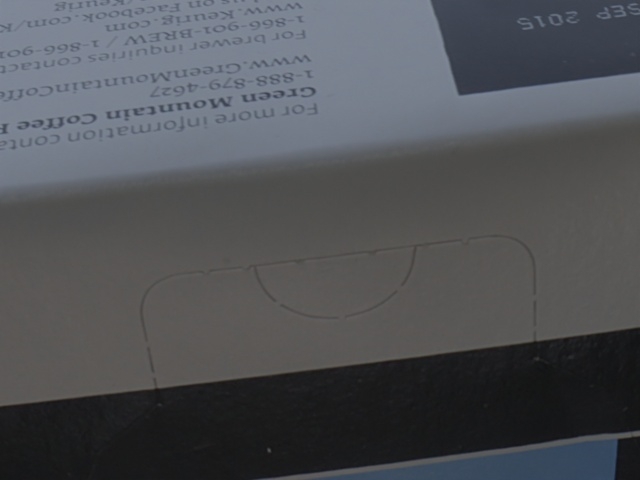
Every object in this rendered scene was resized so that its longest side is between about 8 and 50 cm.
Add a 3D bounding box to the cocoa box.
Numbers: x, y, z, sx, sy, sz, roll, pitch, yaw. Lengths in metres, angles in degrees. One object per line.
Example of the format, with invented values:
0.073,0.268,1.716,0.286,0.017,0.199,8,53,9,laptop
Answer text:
0.000,0.000,0.484,0.347,0.231,0.228,-7,-51,-1,cocoa box
